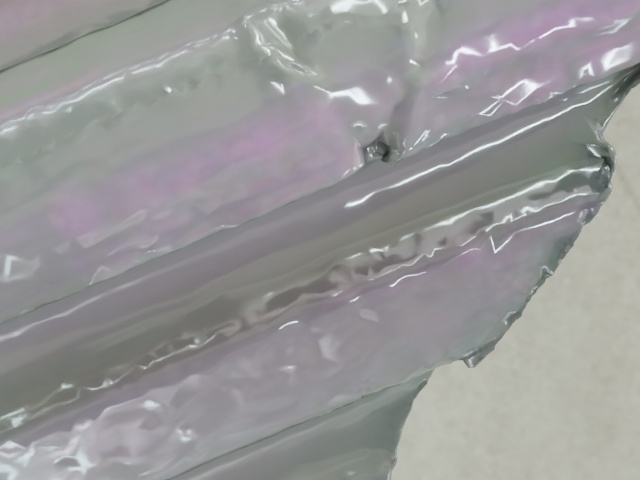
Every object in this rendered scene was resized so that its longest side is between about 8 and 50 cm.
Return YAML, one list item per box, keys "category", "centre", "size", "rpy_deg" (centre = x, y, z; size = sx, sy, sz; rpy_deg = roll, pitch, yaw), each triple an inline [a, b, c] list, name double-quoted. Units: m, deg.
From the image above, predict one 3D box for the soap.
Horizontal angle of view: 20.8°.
- category: "soap"
  centre: [0.000, 0.000, 0.510]
  size: [0.302, 0.159, 0.258]
  rpy_deg: [-22, 132, -1]
